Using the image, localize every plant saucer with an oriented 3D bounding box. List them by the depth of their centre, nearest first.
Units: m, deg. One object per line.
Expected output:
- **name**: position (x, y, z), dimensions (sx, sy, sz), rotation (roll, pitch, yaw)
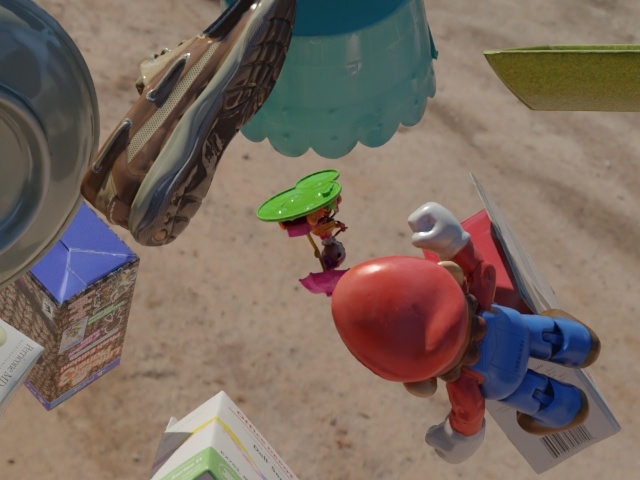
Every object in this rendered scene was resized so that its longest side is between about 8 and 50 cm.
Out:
- **plant saucer**: position (0.237, -0.123, 0.907), dimensions (0.188, 0.045, 0.188), rotation (4, 12, 24)
- **plant saucer**: position (-0.400, -0.079, 1.267), dimensions (0.400, 0.401, 0.100), rotation (-9, 29, -35)

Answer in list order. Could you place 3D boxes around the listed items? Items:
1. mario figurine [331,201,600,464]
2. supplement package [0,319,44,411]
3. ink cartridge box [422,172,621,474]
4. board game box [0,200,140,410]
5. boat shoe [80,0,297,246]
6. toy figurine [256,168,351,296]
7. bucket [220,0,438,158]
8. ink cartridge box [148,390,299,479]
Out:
- **mario figurine**: position (0.126, 0.092, 1.187), dimensions (0.320, 0.170, 0.198), rotation (23, 40, -39)
- **supplement package**: position (-0.522, 0.170, 1.465), dimensions (0.262, 0.198, 0.199), rotation (35, 37, -5)
- **ink cartridge box**: position (0.244, 0.102, 1.611), dimensions (0.272, 0.130, 0.309), rotation (52, 14, -31)
- **board game box**: position (-0.404, 0.065, 1.759), dimensions (0.232, 0.291, 0.141), rotation (44, 54, 18)
- **boat shoe**: position (-0.132, -0.152, 1.219), dimensions (0.116, 0.123, 0.324), rotation (25, 70, 14)
- **toy figurine**: position (0.000, 0.000, 1.779), dimensions (0.130, 0.159, 0.173), rotation (-10, 22, 25)
- **bucket**: position (0.005, -0.256, 1.480), dimensions (0.281, 0.183, 0.281), rotation (-2, 48, 2)
- **ink cartridge box**: position (-0.124, 0.346, 1.671), dimensions (0.207, 0.119, 0.353), rotation (52, 7, -11)
